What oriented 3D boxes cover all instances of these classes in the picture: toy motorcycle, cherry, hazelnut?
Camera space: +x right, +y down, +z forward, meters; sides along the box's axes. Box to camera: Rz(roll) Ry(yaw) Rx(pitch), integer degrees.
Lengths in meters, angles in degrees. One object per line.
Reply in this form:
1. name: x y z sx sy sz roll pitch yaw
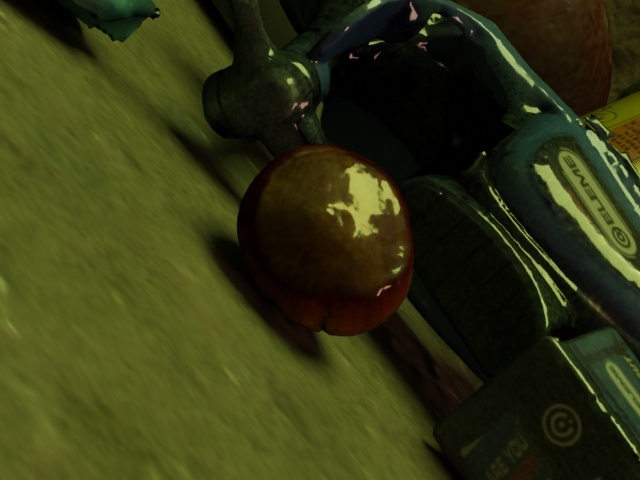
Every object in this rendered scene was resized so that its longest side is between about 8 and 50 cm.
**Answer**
1. toy motorcycle: 0.064 -0.026 0.904 0.358 0.125 0.212 54 30 15
2. cherry: 0.151 -0.198 1.614 0.236 0.213 0.285 -80 151 -49
3. hazelnut: 0.000 0.000 0.789 0.086 0.086 0.086 46 12 -13

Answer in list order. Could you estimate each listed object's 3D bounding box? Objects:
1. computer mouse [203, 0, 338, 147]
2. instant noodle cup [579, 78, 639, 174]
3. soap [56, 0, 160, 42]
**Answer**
1. computer mouse: 0.002 -0.120 1.174 0.310 0.072 0.158 55 12 32
2. instant noodle cup: 0.170 0.002 1.078 0.144 0.182 0.182 -16 56 -30
3. soap: -0.166 -0.222 0.873 0.156 0.077 0.293 37 18 -48
